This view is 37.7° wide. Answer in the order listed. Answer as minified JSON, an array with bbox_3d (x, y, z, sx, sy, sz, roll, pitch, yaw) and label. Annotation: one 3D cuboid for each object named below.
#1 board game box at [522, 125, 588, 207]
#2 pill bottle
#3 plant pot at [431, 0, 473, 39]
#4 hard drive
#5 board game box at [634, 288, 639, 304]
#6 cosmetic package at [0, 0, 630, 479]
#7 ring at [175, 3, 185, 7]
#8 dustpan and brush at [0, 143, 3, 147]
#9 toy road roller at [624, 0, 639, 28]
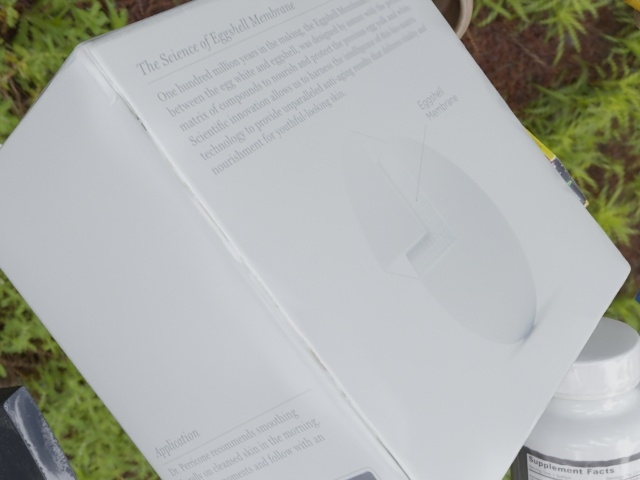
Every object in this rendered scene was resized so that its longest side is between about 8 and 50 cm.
[{"bbox_3d":[0.242,-0.108,1.156,0.048,0.170,0.141,-44,143,9],"label":"board game box"},{"bbox_3d":[0.309,0.257,1.093,0.176,0.176,0.318,-16,109,-26],"label":"pill bottle"},{"bbox_3d":[0.039,-0.345,1.071,0.263,0.229,0.263,1,156,1],"label":"plant pot"},{"bbox_3d":[-0.518,0.375,1.624,0.054,0.172,0.254,-43,115,-51],"label":"hard drive"},{"bbox_3d":[0.499,0.110,1.109,0.210,0.160,0.047,22,102,-3],"label":"board game box"},{"bbox_3d":[0.000,0.000,0.450,0.138,0.224,0.224,-33,-177,42],"label":"cosmetic package"},{"bbox_3d":[-0.081,-0.175,1.245,0.032,0.336,0.336,-30,136,19],"label":"ring"},{"bbox_3d":[-0.454,-0.138,1.448,0.147,0.060,0.211,-56,155,12],"label":"dustpan and brush"},{"bbox_3d":[0.531,-0.396,1.160,0.203,0.241,0.329,25,62,-18],"label":"toy road roller"}]
